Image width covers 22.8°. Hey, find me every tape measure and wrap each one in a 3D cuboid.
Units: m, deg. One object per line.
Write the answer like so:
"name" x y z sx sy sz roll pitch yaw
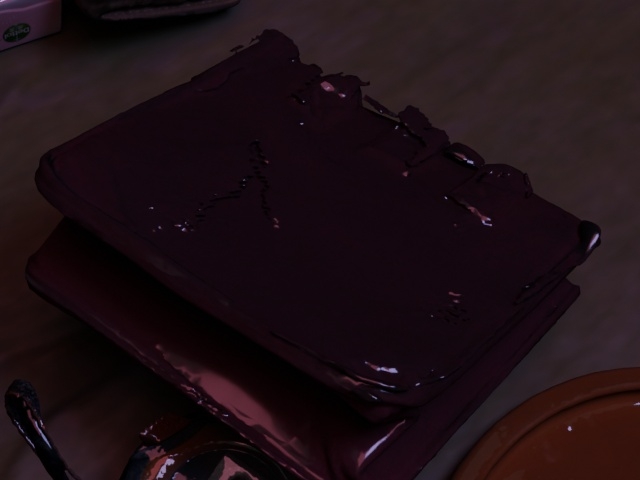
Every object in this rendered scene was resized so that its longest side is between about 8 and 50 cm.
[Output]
"tape measure" -0.050 0.097 0.647 0.104 0.180 0.107 23 62 22

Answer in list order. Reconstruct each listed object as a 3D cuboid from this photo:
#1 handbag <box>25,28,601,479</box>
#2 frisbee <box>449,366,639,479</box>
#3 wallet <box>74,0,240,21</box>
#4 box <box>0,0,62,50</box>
"handbag" -0.001 0.003 0.715 0.203 0.074 0.216 32 37 16
"frisbee" 0.167 0.175 0.721 0.251 0.021 0.250 3 63 -6
"wallet" -0.109 -0.181 0.828 0.118 0.039 0.152 -12 62 -40
"box" -0.196 -0.154 0.816 0.089 0.043 0.125 -20 68 -18
